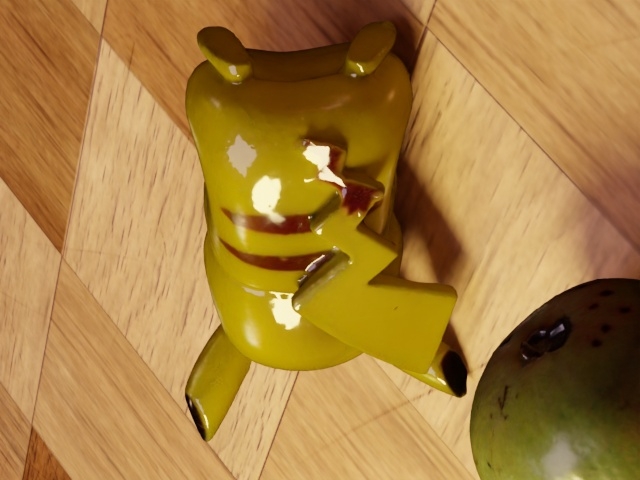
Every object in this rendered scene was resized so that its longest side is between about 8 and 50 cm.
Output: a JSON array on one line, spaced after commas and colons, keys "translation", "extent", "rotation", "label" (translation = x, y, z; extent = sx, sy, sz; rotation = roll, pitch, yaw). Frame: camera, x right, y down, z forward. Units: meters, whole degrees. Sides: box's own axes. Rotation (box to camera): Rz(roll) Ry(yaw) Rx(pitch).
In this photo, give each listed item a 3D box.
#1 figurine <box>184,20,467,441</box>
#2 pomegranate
[{"translation": [0.000, -0.006, 1.398], "extent": [0.326, 0.218, 0.169], "rotation": [87, -177, -45], "label": "figurine"}, {"translation": [0.189, 0.132, 1.194], "extent": [0.179, 0.179, 0.210], "rotation": [-23, 94, 59], "label": "pomegranate"}]
